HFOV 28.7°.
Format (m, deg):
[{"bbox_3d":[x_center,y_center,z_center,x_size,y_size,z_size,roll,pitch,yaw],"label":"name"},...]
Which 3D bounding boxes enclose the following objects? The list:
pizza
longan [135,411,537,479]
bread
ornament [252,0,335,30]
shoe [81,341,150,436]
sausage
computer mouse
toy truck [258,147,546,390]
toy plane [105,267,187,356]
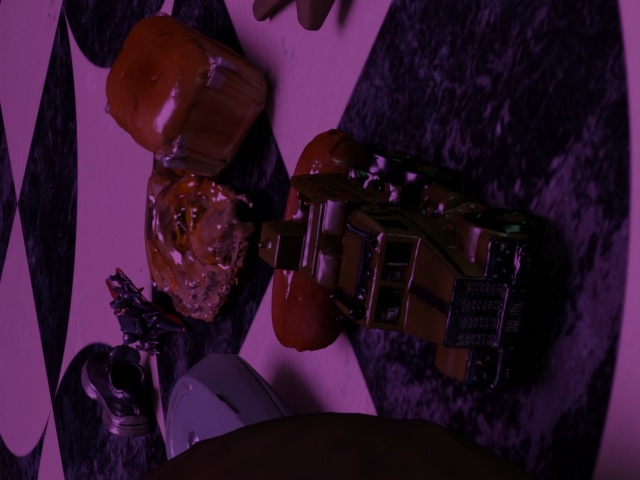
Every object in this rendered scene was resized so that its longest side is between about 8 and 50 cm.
[{"bbox_3d":[-0.141,-0.005,1.401,0.297,0.071,0.189,-158,72,-63],"label":"pizza"},{"bbox_3d":[0.011,0.292,0.711,0.391,0.391,0.391,-179,90,-65],"label":"longan"},{"bbox_3d":[-0.155,-0.162,1.358,0.136,0.107,0.241,-61,30,8],"label":"bread"},{"bbox_3d":[-0.036,-0.295,1.194,0.245,0.061,0.230,157,111,-67],"label":"ornament"},{"bbox_3d":[-0.266,0.181,1.670,0.169,0.071,0.099,50,133,49],"label":"shoe"},{"bbox_3d":[0.000,0.000,1.091,0.076,0.076,0.197,-138,55,-59],"label":"sausage"},{"bbox_3d":[-0.052,0.218,1.170,0.288,0.097,0.159,39,123,46],"label":"computer mouse"},{"bbox_3d":[0.057,0.014,0.909,0.257,0.127,0.127,32,116,58],"label":"toy truck"},{"bbox_3d":[-0.221,0.100,1.580,0.189,0.061,0.130,19,130,61],"label":"toy plane"}]
